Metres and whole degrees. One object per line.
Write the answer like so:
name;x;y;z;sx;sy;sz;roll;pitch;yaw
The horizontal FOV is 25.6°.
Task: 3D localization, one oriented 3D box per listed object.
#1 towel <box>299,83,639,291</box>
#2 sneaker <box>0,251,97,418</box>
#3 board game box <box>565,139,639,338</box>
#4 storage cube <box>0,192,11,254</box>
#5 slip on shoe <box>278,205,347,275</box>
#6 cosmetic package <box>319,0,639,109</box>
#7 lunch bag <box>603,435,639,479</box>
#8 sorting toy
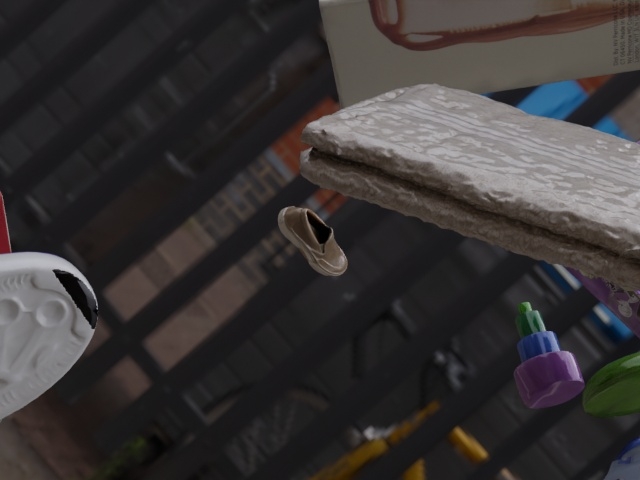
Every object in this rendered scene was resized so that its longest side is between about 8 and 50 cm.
towel;0.140;-0.037;0.927;0.282;0.049;0.187;20;25;25
sneaker;-0.335;0.063;1.094;0.130;0.322;0.236;62;-1;-30
board game box;0.373;0.049;1.275;0.347;0.208;0.056;47;-41;24
storage cube;-0.455;0.026;1.507;0.215;0.193;0.184;28;-46;37
slip on shoe;0.000;0.000;1.793;0.135;0.041;0.051;46;43;-37
cosmetic package;0.149;-0.220;1.201;0.129;0.296;0.153;75;7;-47
lunch bag;0.362;0.359;1.404;0.243;0.303;0.115;40;-28;-14
sorting toy;0.345;0.111;1.520;0.365;0.127;0.126;5;57;-33
